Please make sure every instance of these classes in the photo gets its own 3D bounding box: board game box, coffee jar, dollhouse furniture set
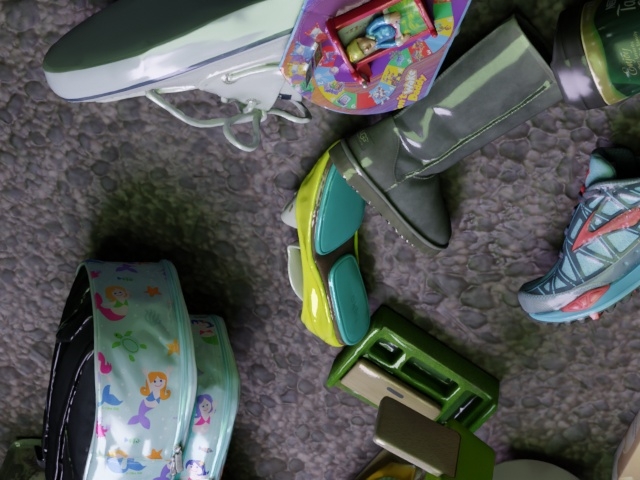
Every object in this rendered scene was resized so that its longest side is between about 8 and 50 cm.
[{"bbox_3d":[0.048,-0.162,1.275,0.133,0.033,0.169,11,126,-19],"label":"board game box"},{"bbox_3d":[0.280,-0.170,1.294,0.184,0.096,0.079,-16,117,22],"label":"coffee jar"},{"bbox_3d":[0.031,0.252,1.590,0.151,0.197,0.301,31,125,-11],"label":"dollhouse furniture set"}]

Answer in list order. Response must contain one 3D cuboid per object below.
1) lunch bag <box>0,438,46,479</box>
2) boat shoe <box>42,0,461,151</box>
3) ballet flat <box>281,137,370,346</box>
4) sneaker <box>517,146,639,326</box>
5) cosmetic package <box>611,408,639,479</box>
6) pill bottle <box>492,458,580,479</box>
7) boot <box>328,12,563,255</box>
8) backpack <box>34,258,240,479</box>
[{"bbox_3d":[-0.203,0.341,1.729,0.287,0.169,0.235,-4,124,21],"label":"lunch bag"},{"bbox_3d":[-0.051,-0.157,1.372,0.367,0.136,0.156,-17,123,12],"label":"boat shoe"},{"bbox_3d":[0.000,0.000,1.501,0.077,0.077,0.231,24,133,35],"label":"ballet flat"},{"bbox_3d":[0.270,-0.025,1.417,0.262,0.104,0.125,-36,93,27],"label":"sneaker"},{"bbox_3d":[0.329,0.199,1.569,0.041,0.060,0.115,19,125,-1],"label":"cosmetic package"},{"bbox_3d":[0.200,0.373,1.662,0.162,0.162,0.278,11,126,5],"label":"pill bottle"},{"bbox_3d":[0.134,-0.090,1.404,0.208,0.076,0.189,-37,141,11],"label":"boot"},{"bbox_3d":[-0.181,0.147,1.555,0.191,0.225,0.253,-2,123,-13],"label":"backpack"}]
